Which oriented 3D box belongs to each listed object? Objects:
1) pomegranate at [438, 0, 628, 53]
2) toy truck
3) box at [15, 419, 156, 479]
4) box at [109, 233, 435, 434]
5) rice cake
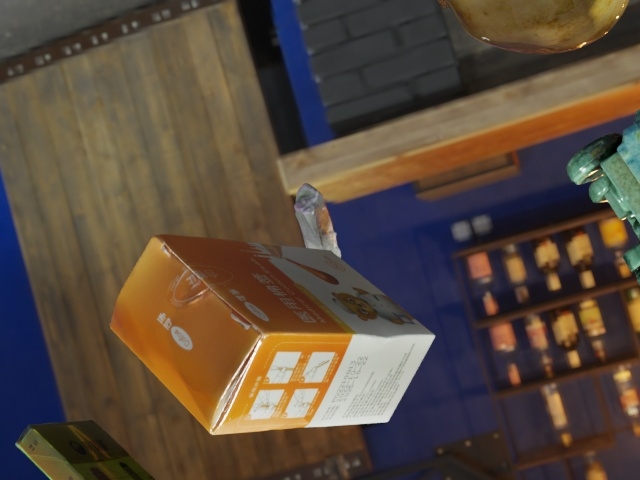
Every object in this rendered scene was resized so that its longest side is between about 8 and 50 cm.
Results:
[{"bbox_3d":[0.255,-0.344,1.444,0.271,0.228,0.252,-7,-175,38],"label":"pomegranate"},{"bbox_3d":[0.356,-0.042,1.143,0.156,0.155,0.279,-34,164,16],"label":"toy truck"},{"bbox_3d":[-0.211,0.258,1.190,0.030,0.193,0.121,-54,160,8],"label":"box"},{"bbox_3d":[-0.056,0.114,1.425,0.341,0.225,0.143,5,117,-49],"label":"box"},{"bbox_3d":[0.000,0.001,1.868,0.055,0.049,0.270,23,155,24],"label":"rice cake"}]
